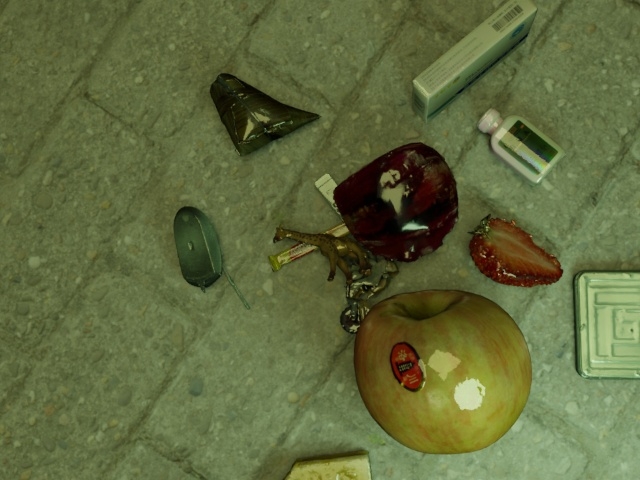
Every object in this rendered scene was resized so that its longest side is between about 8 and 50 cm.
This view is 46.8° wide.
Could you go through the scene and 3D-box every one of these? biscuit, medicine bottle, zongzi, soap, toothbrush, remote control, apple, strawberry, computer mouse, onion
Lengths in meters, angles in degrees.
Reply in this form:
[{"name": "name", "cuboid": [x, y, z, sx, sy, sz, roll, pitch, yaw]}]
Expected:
[{"name": "biscuit", "cuboid": [0.000, 0.000, 1.902, 0.292, 0.026, 0.048, -26, 88, 7]}, {"name": "medicine bottle", "cuboid": [0.497, -0.246, 1.870, 0.219, 0.078, 0.115, 41, 89, 8]}, {"name": "zongzi", "cuboid": [-0.151, -0.363, 1.934, 0.242, 0.112, 0.220, -26, 80, -6]}, {"name": "soap", "cuboid": [0.002, 0.611, 1.804, 0.258, 0.080, 0.160, -9, 82, 4]}, {"name": "toothbrush", "cuboid": [-0.232, 0.111, 1.925, 0.014, 0.011, 0.167, -35, 81, 5]}, {"name": "remote control", "cuboid": [0.055, -0.090, 1.919, 0.050, 0.027, 0.184, -37, 85, 7]}, {"name": "apple", "cuboid": [0.277, 0.295, 1.679, 0.392, 0.391, 0.346, -13, 105, 3]}, {"name": "strawberry", "cuboid": [0.462, 0.052, 1.831, 0.236, 0.106, 0.175, 48, 52, 8]}, {"name": "computer mouse", "cuboid": [-0.314, 0.021, 1.917, 0.113, 0.068, 0.228, -11, 93, 22]}, {"name": "onion", "cuboid": [0.214, -0.105, 1.818, 0.315, 0.146, 0.280, -28, 72, -11]}]

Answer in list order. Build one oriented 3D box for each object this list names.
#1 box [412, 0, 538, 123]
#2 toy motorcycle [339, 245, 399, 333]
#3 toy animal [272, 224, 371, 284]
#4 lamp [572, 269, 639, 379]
[{"name": "box", "cuboid": [0.378, -0.450, 1.847, 0.343, 0.200, 0.065, -40, 79, 0]}, {"name": "toy motorcycle", "cuboid": [0.124, 0.124, 1.845, 0.130, 0.094, 0.229, 7, 71, 8]}, {"name": "toy animal", "cuboid": [0.010, 0.021, 1.841, 0.149, 0.054, 0.275, -37, 57, -27]}, {"name": "lamp", "cuboid": [0.758, 0.206, 1.804, 0.267, 0.047, 0.268, -1, 83, 7]}]
